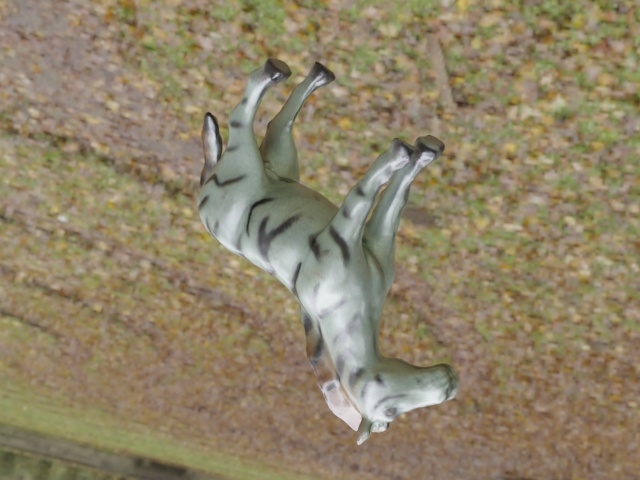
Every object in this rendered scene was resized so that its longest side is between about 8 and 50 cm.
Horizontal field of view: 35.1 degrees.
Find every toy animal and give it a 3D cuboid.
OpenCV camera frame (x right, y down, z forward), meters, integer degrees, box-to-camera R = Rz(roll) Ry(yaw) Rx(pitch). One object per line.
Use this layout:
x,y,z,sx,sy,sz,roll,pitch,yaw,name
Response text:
0.013,-0.009,0.670,0.170,0.255,0.090,-44,156,25,toy animal
